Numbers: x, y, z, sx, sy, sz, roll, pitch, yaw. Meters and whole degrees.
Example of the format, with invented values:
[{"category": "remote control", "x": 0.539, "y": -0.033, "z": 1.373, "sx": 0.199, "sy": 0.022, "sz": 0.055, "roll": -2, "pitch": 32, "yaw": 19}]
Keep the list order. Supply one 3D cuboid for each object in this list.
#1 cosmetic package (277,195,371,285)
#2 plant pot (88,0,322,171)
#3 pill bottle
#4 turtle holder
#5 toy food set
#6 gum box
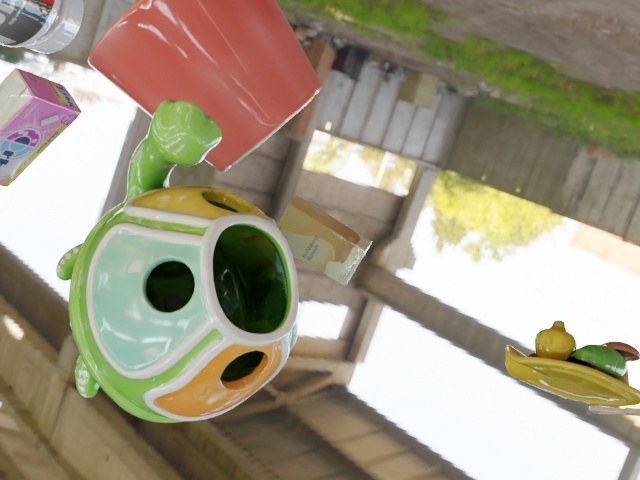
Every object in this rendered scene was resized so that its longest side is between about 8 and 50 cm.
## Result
[{"category": "cosmetic package", "x": 0.000, "y": 0.000, "z": 1.217, "sx": 0.115, "sy": 0.060, "sz": 0.041, "roll": 30, "pitch": -158, "yaw": 4}, {"category": "plant pot", "x": -0.147, "y": -0.249, "z": 1.361, "sx": 0.243, "sy": 0.275, "sz": 0.275, "roll": 49, "pitch": -177, "yaw": -10}, {"category": "pill bottle", "x": -0.515, "y": -0.399, "z": 1.509, "sx": 0.161, "sy": 0.161, "sz": 0.283, "roll": 23, "pitch": -175, "yaw": 26}, {"category": "turtle holder", "x": -0.130, "y": 0.034, "z": 1.056, "sx": 0.243, "sy": 0.320, "sz": 0.227, "roll": 30, "pitch": 149, "yaw": -29}, {"category": "toy food set", "x": 0.316, "y": 0.146, "z": 1.138, "sx": 0.218, "sy": 0.071, "sz": 0.128, "roll": 26, "pitch": 159, "yaw": -32}, {"category": "gum box", "x": -0.464, "y": -0.161, "z": 1.430, "sx": 0.062, "sy": 0.188, "sz": 0.107, "roll": 55, "pitch": -164, "yaw": 19}]
